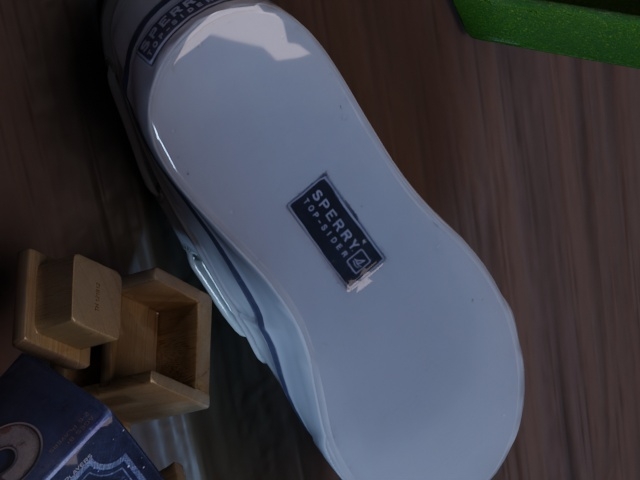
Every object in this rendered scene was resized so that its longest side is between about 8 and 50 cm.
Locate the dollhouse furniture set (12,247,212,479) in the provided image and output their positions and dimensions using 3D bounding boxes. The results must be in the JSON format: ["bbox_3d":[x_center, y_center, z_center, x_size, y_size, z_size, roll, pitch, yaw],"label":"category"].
[{"bbox_3d":[-0.131,0.067,0.578,0.182,0.101,0.161,32,51,-48],"label":"dollhouse furniture set"}]

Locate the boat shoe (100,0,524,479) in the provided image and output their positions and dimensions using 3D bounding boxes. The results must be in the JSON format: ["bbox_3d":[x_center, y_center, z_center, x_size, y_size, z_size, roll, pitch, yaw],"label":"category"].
[{"bbox_3d":[0.000,0.000,0.689,0.095,0.084,0.258,-33,126,-10],"label":"boat shoe"}]

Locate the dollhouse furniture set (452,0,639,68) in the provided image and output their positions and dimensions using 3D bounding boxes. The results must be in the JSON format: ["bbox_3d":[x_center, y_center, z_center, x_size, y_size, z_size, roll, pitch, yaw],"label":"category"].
[{"bbox_3d":[0.162,-0.243,0.764,0.301,0.151,0.197,-53,135,-27],"label":"dollhouse furniture set"}]

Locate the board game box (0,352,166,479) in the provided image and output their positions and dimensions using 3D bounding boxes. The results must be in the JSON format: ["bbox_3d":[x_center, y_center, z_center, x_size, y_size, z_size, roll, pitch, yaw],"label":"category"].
[{"bbox_3d":[-0.114,0.170,0.482,0.243,0.042,0.165,-47,136,-17],"label":"board game box"}]
